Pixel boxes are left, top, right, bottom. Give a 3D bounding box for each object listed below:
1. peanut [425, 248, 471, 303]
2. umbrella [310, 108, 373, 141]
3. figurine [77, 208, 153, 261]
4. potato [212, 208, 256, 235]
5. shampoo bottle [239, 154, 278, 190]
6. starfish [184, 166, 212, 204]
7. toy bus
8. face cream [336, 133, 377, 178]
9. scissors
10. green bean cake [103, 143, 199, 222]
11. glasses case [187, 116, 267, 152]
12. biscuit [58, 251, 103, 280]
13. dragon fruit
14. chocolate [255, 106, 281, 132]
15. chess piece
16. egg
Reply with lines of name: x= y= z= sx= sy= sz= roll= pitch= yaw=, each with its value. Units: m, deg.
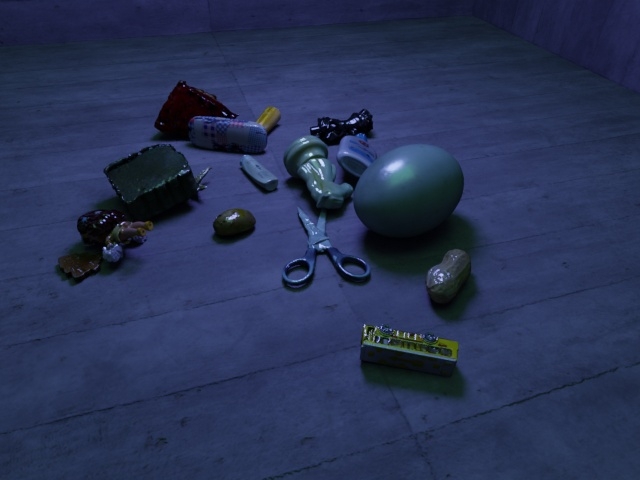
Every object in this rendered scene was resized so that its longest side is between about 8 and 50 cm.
peanut: x=0.357 y=0.095 z=1.341 sx=0.098 sy=0.090 sz=0.214 roll=-4 pitch=25 yaw=44
umbrella: x=0.091 y=-0.477 z=2.038 sx=0.272 sy=0.122 sz=0.110 roll=-11 pitch=-3 yaw=-9
figurine: x=-0.606 y=-0.029 z=1.425 sx=0.240 sy=0.116 sz=0.175 roll=11 pitch=29 yaw=17
potato: x=-0.272 y=-0.060 z=1.525 sx=0.138 sy=0.070 sz=0.091 roll=-23 pitch=46 yaw=-28
shampoo bottle: x=-0.229 y=-0.251 z=1.782 sx=0.072 sy=0.049 sz=0.212 roll=-26 pitch=46 yaw=-24
starfish: x=-0.454 y=-0.210 z=1.710 sx=0.176 sy=0.053 sz=0.208 roll=-39 pitch=52 yaw=-17
toy bus: x=0.206 y=0.259 z=1.143 sx=0.226 sy=0.081 sz=0.074 roll=10 pitch=44 yaw=6
face cream: x=0.145 y=-0.334 z=1.844 sx=0.163 sy=0.080 sz=0.337 roll=31 pitch=28 yaw=-8
scissors: x=0.000 y=0.000 z=1.494 sx=0.256 sy=0.029 sz=0.383 roll=-3 pitch=38 yaw=-6
green bean cake: x=-0.557 y=-0.200 z=1.610 sx=0.255 sy=0.132 sz=0.241 roll=-34 pitch=50 yaw=-20
glasses case: x=-0.373 y=-0.424 z=1.932 sx=0.327 sy=0.125 sz=0.076 roll=7 pitch=40 yaw=7
biscuit: x=-0.695 y=0.069 z=1.389 sx=0.130 sy=0.019 sz=0.119 roll=13 pitch=37 yaw=12
dragon fruit: x=-0.534 y=-0.536 z=2.105 sx=0.286 sy=0.228 sz=0.329 roll=26 pitch=12 yaw=-20
chocolate: x=-0.247 y=-0.490 z=2.059 sx=0.085 sy=0.086 sz=0.219 roll=15 pitch=45 yaw=16
chess piece: x=0.003 y=-0.219 z=1.690 sx=0.175 sy=0.176 sz=0.298 roll=-18 pitch=54 yaw=-22
egg: x=0.275 y=-0.153 z=1.496 sx=0.389 sy=0.276 sz=0.276 roll=-23 pitch=45 yaw=-30
